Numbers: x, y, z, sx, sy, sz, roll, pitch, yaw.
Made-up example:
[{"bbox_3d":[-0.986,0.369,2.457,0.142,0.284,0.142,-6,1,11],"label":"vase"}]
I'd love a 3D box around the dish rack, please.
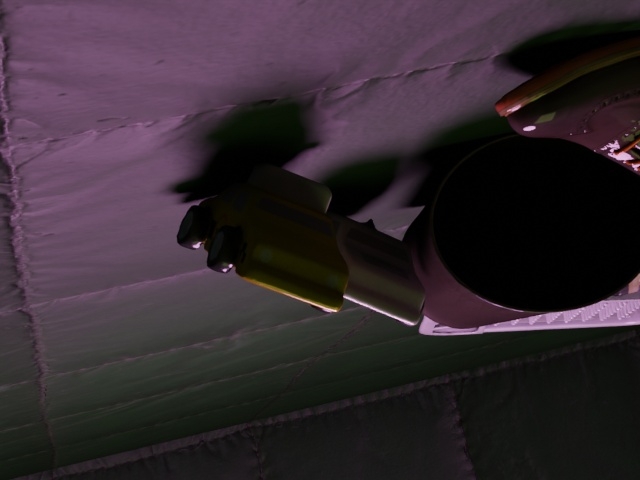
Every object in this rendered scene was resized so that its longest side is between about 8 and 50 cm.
[{"bbox_3d":[0.296,0.070,1.812,0.332,0.072,0.285,-2,169,1],"label":"dish rack"}]

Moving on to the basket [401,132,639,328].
[{"bbox_3d":[0.161,0.004,1.262,0.204,0.154,0.227,-6,171,-15],"label":"basket"}]

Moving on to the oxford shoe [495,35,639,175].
[{"bbox_3d":[0.244,-0.089,1.018,0.271,0.098,0.097,-7,167,-34],"label":"oxford shoe"}]

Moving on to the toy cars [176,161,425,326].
[{"bbox_3d":[0.000,0.000,1.152,0.176,0.087,0.393,24,-177,20],"label":"toy cars"}]

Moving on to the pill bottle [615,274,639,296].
[{"bbox_3d":[0.394,-0.026,1.464,0.219,0.123,0.123,-15,169,4],"label":"pill bottle"}]
